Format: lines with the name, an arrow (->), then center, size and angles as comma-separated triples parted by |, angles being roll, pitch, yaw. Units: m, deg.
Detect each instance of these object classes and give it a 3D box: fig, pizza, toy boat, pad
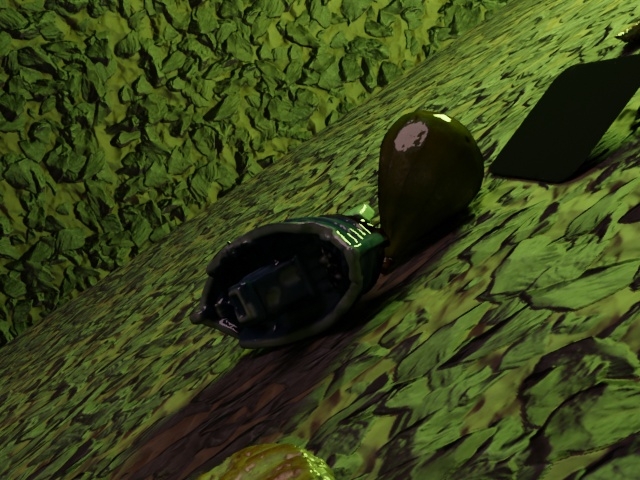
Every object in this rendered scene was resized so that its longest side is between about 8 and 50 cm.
fig -> 0.124, -0.051, 1.137 | 0.126, 0.185, 0.133 | 1, -10, -9
pizza -> 0.430, -0.283, 1.379 | 0.078, 0.025, 0.083 | -35, 3, -28
toy boat -> -0.050, 0.049, 1.063 | 0.142, 0.129, 0.309 | -24, 0, -40
pad -> 0.339, -0.182, 1.120 | 0.323, 0.055, 0.250 | -35, 11, -4

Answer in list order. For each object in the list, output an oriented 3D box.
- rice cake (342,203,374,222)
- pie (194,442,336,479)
rice cake -> 0.000, 0.000, 1.408 | 0.180, 0.030, 0.042 | -28, 16, 35
pie -> -0.062, 0.197, 0.571 | 0.179, 0.084, 0.205 | -41, 14, -25
